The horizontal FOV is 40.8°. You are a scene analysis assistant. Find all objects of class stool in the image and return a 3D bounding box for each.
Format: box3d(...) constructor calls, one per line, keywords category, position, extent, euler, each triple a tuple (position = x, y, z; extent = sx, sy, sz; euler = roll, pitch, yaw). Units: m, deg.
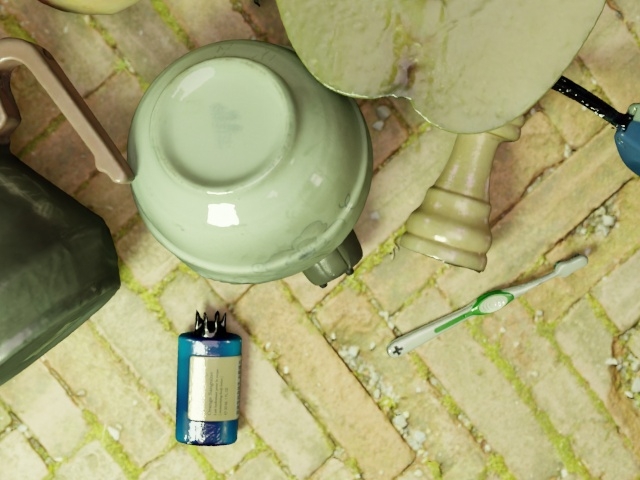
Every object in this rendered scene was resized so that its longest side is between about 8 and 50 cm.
box3d(category="stool", position=(0.000, 0.000, 1.131), extent=(0.096, 0.096, 0.110), euler=(-31, 102, 1))

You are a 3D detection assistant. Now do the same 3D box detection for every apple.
box3d(category="apple", position=(0.127, -0.317, 0.963), extent=(0.312, 0.320, 0.360), euler=(3, 108, -38))

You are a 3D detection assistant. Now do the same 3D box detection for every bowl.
box3d(category="bowl", position=(-0.097, -0.110, 1.031), extent=(0.307, 0.163, 0.307), euler=(-3, 76, 10))

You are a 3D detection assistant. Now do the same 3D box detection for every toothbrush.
box3d(category="toothbrush", position=(0.229, 0.089, 1.187), extent=(0.304, 0.030, 0.030), euler=(-26, 98, 0))

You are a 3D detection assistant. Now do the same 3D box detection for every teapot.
box3d(category="teapot", position=(-0.412, -0.036, 1.003), extent=(0.376, 0.305, 0.361), euler=(-38, 91, 7))

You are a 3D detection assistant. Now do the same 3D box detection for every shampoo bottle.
box3d(category="shampoo bottle", position=(-0.151, 0.185, 1.165), extent=(0.087, 0.050, 0.183), euler=(3, 97, -1))

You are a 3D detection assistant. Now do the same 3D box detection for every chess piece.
box3d(category="chess piece", position=(0.216, -0.162, 1.116), extent=(0.117, 0.117, 0.397), euler=(17, 94, -5))

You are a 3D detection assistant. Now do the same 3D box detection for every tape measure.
box3d(category="tape measure", position=(0.440, -0.126, 1.125), extent=(0.351, 0.215, 0.097), euler=(31, 96, 37))

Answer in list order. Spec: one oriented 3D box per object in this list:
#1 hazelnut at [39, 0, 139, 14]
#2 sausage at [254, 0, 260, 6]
box3d(category="hazelnut", position=(-0.284, -0.379, 0.986), extent=(0.241, 0.261, 0.261), euler=(-21, 99, -32))
box3d(category="sausage", position=(0.028, -0.448, 1.085), extent=(0.371, 0.082, 0.082), euler=(-43, 98, 2))
